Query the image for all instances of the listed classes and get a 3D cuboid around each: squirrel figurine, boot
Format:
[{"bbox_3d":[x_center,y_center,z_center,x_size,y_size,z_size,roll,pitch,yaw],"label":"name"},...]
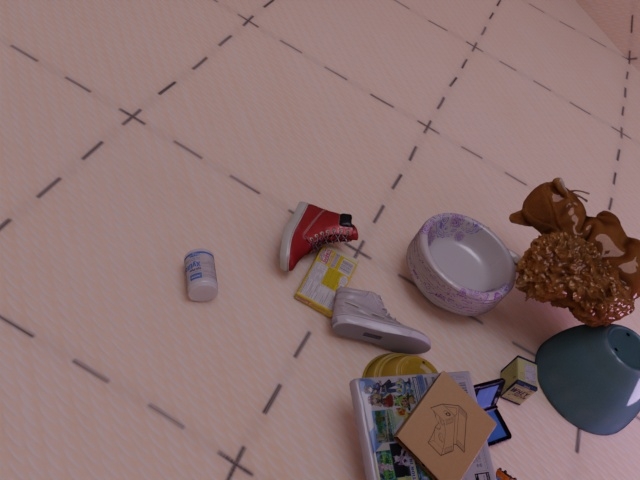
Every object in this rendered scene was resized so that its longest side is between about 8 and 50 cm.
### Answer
[{"bbox_3d":[0.667,0.021,1.788,0.370,0.281,0.397,51,44,3],"label":"squirrel figurine"},{"bbox_3d":[0.000,0.000,1.747,0.176,0.088,0.244,14,42,8],"label":"boot"},{"bbox_3d":[0.152,0.187,1.670,0.258,0.095,0.123,19,51,-16],"label":"boot"}]

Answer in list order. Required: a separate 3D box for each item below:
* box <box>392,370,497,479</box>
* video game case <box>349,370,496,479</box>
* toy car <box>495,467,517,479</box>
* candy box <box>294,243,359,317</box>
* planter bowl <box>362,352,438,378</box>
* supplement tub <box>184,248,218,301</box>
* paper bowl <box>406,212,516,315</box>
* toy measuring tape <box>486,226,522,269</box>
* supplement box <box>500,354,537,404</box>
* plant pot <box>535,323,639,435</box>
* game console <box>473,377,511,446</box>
[{"bbox_3d":[0.265,0.400,1.449,0.164,0.021,0.201,46,55,2],"label":"box"},{"bbox_3d":[0.225,0.445,1.443,0.300,0.036,0.328,2,65,-26],"label":"video game case"},{"bbox_3d":[0.382,0.518,1.555,0.122,0.060,0.040,32,87,26],"label":"toy car"},{"bbox_3d":[0.019,0.096,1.740,0.105,0.027,0.206,28,44,2],"label":"candy box"},{"bbox_3d":[0.211,0.333,1.582,0.217,0.090,0.217,14,46,-15],"label":"planter bowl"},{"bbox_3d":[-0.275,0.078,1.580,0.071,0.071,0.107,4,49,-23],"label":"supplement tub"},{"bbox_3d":[0.365,0.076,1.843,0.284,0.148,0.284,14,46,-15],"label":"paper bowl"},{"bbox_3d":[0.628,0.046,2.025,0.330,0.121,0.121,41,46,12],"label":"toy measuring tape"},{"bbox_3d":[0.493,0.348,1.712,0.056,0.083,0.083,23,44,-6],"label":"supplement box"},{"bbox_3d":[0.734,0.326,1.772,0.290,0.195,0.290,14,47,-15],"label":"plant pot"},{"bbox_3d":[0.399,0.401,1.604,0.144,0.124,0.085,-1,25,-43],"label":"game console"}]
